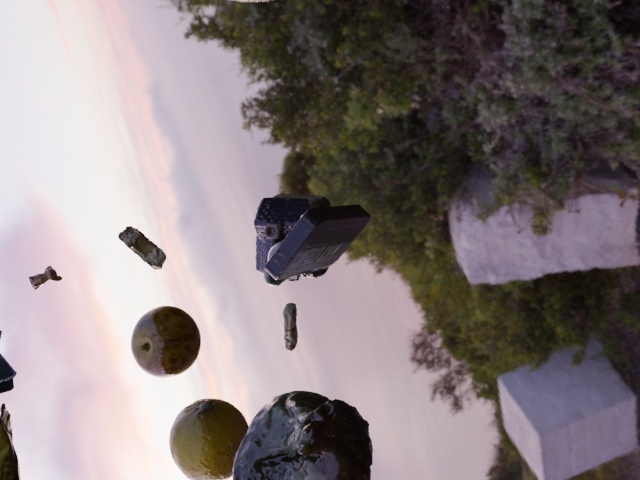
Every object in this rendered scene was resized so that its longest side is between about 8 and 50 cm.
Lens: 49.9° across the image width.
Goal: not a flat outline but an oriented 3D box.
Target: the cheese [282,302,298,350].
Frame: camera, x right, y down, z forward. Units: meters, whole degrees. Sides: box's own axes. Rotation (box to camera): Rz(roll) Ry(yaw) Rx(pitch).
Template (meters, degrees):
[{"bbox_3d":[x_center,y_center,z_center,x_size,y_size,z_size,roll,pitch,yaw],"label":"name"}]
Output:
[{"bbox_3d":[-0.100,0.289,2.290,0.065,0.043,0.194,-74,-12,-51],"label":"cheese"}]

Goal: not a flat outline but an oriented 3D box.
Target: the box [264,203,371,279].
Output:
[{"bbox_3d":[0.000,0.000,1.851,0.058,0.211,0.350,45,-159,15],"label":"box"}]

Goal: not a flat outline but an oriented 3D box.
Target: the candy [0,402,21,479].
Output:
[{"bbox_3d":[-0.707,0.534,1.532,0.187,0.081,0.297,110,156,-46],"label":"candy"}]

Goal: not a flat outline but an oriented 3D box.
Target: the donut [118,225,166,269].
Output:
[{"bbox_3d":[-0.526,0.028,2.074,0.166,0.065,0.108,37,170,13],"label":"donut"}]

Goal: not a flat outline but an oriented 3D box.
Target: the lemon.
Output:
[{"bbox_3d":[-0.365,0.658,2.268,0.293,0.293,0.293,159,90,-84],"label":"lemon"}]

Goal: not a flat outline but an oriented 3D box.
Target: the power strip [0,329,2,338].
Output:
[{"bbox_3d":[-0.828,0.200,1.547,0.080,0.227,0.029,78,-162,-75],"label":"power strip"}]

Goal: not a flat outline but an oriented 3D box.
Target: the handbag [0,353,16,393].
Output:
[{"bbox_3d":[-1.128,0.444,2.226,0.179,0.229,0.062,33,120,32],"label":"handbag"}]

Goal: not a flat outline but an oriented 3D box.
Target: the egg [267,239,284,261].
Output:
[{"bbox_3d":[-0.103,0.050,2.043,0.135,0.103,0.103,-40,-69,-72],"label":"egg"}]

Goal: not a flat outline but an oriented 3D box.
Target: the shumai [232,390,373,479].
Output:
[{"bbox_3d":[-0.016,0.549,1.710,0.323,0.324,0.397,-43,25,57],"label":"shumai"}]

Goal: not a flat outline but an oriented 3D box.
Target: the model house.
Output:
[{"bbox_3d":[-0.108,0.001,2.311,0.284,0.243,0.298,-24,-63,-72],"label":"model house"}]

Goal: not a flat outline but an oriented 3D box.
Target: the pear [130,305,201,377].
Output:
[{"bbox_3d":[-0.584,0.383,2.620,0.281,0.281,0.280,159,90,-84],"label":"pear"}]

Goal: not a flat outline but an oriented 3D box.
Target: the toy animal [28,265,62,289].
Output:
[{"bbox_3d":[-0.820,0.113,2.049,0.060,0.083,0.081,54,152,16],"label":"toy animal"}]
